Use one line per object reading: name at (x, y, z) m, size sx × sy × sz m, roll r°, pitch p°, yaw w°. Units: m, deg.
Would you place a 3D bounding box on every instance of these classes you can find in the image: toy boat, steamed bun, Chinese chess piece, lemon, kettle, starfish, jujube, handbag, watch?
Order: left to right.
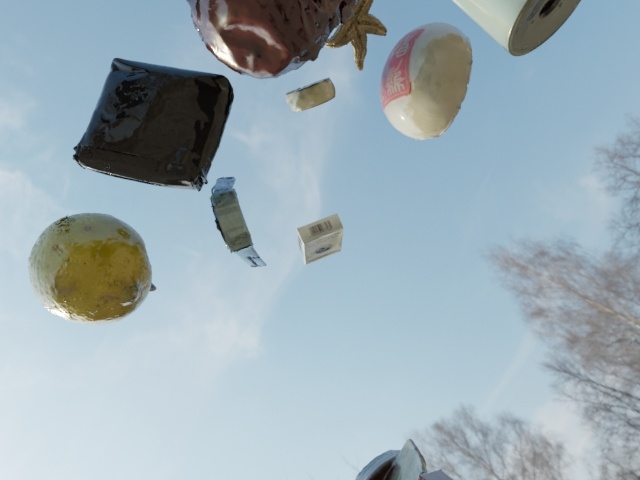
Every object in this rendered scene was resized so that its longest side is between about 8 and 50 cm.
lemon at (-0.518, 0.066, 1.141) m, size 0.258 × 0.310 × 0.257 m, roll -27°, pitch -51°, yaw -39°
handbag at (-0.296, -0.211, 0.890) m, size 0.080 × 0.247 × 0.222 m, roll 80°, pitch -157°, yaw -71°
watch at (-0.204, -0.019, 1.253) m, size 0.068 × 0.274 × 0.276 m, roll -20°, pitch -75°, yaw -5°
jujube at (-0.057, -0.423, 0.769) m, size 0.258 × 0.259 × 0.376 m, roll 61°, pitch -145°, yaw -42°
Chinese chess piece at (-0.023, -0.350, 1.203) m, size 0.122 × 0.122 × 0.051 m, roll -29°, pitch -70°, yaw -20°
starfish at (0.088, -0.564, 1.282) m, size 0.236 × 0.062 × 0.277 m, roll -42°, pitch -48°, yaw -6°
toy boat at (0.133, 0.508, 0.920) m, size 0.111 × 0.293 × 0.276 m, roll 33°, pitch -122°, yaw -6°
steamed bun at (0.322, -0.524, 1.630) m, size 0.242 × 0.374 × 0.374 m, roll 12°, pitch -69°, yaw -8°
kettle at (0.171, -0.261, 0.461) m, size 0.127 × 0.148 × 0.098 m, roll -34°, pitch -23°, yaw -9°

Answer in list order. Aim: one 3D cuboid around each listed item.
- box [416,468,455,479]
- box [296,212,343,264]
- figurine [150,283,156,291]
box at (0.156, 0.342, 0.543) m, size 0.060 × 0.156 × 0.111 m, roll 21°, pitch -90°, yaw -48°
box at (0.000, 0.000, 0.623) m, size 0.054 × 0.024 × 0.083 m, roll -23°, pitch -19°, yaw -8°
figurine at (-0.556, 0.121, 1.429) m, size 0.125 × 0.138 × 0.125 m, roll -42°, pitch -4°, yaw -4°
